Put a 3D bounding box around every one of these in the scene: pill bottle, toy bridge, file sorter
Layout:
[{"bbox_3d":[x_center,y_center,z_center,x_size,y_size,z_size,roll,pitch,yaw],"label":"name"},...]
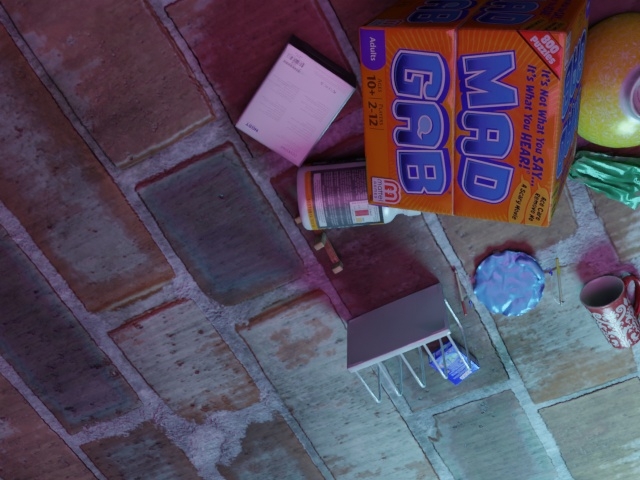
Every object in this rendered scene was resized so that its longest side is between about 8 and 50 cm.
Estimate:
[{"bbox_3d":[0.091,-0.113,1.717,0.278,0.162,0.162,-4,119,7],"label":"pill bottle"},{"bbox_3d":[0.000,0.000,1.842,0.026,0.063,0.188,-29,112,19],"label":"toy bridge"},{"bbox_3d":[0.229,0.278,1.909,0.278,0.193,0.173,-24,118,17],"label":"file sorter"}]

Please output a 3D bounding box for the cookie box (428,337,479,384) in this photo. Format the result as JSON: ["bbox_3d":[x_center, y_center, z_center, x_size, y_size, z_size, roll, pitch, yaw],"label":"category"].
[{"bbox_3d":[0.367,0.335,2.013,0.107,0.040,0.092,40,114,-16],"label":"cookie box"}]

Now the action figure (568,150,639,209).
[{"bbox_3d":[0.659,-0.161,1.702,0.232,0.063,0.137,14,121,-8],"label":"action figure"}]

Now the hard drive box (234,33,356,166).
[{"bbox_3d":[-0.056,-0.314,1.658,0.181,0.089,0.232,33,116,-13],"label":"hard drive box"}]

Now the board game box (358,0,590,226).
[{"bbox_3d":[0.311,-0.282,1.441,0.356,0.356,0.356,8,122,23],"label":"board game box"}]

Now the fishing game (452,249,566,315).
[{"bbox_3d":[0.483,0.107,1.881,0.264,0.041,0.189,-11,110,17],"label":"fishing game"}]

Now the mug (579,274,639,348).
[{"bbox_3d":[0.763,0.181,1.860,0.150,0.113,0.169,-26,117,19],"label":"mug"}]

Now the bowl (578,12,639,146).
[{"bbox_3d":[0.669,-0.320,1.532,0.289,0.156,0.289,-2,112,-5],"label":"bowl"}]
